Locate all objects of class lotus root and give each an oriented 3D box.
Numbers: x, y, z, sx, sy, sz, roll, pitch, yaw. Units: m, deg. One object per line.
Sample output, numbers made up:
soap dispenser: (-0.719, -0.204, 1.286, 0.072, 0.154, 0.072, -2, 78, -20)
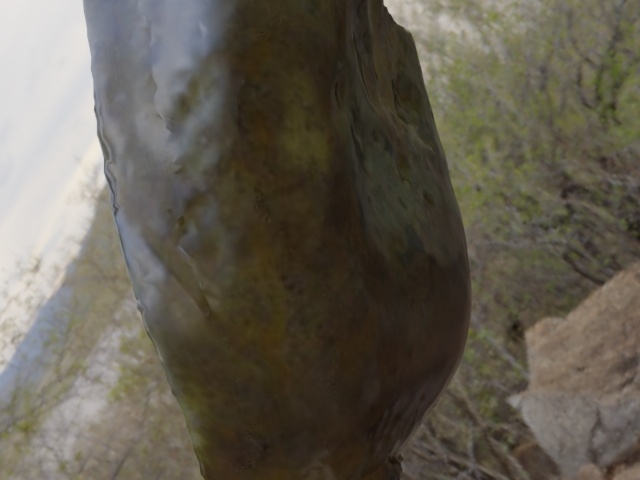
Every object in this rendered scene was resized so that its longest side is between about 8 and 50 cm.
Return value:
lotus root: (-0.001, 0.009, 0.522, 0.267, 0.149, 0.260, 41, -141, -70)
